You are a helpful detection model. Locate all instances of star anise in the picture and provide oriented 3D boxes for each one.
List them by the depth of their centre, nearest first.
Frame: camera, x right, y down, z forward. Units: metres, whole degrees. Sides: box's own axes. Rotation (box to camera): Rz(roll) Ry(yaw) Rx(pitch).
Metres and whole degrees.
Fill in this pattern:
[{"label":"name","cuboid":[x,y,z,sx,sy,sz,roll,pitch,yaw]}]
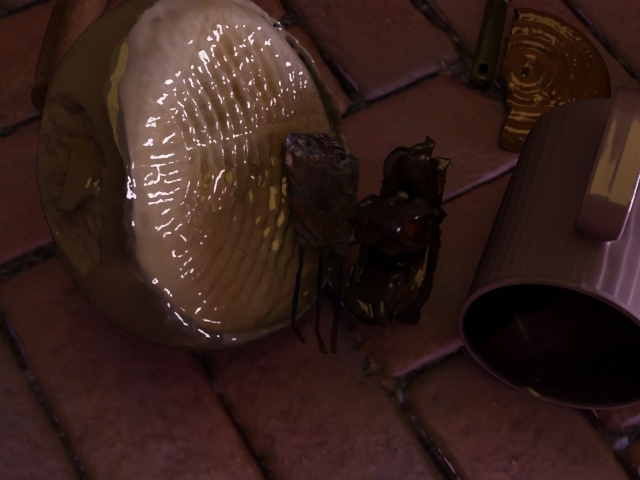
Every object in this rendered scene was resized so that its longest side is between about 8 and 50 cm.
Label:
[{"label":"star anise","cuboid":[0.076,0.000,1.045,0.099,0.220,0.214,17,51,17]}]

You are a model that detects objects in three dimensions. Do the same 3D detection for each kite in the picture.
[{"label":"kite","cuboid":[-0.002,0.000,1.027,0.127,0.016,0.229,19,69,-46]}]

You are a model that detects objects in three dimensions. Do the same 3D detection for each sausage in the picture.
[{"label":"sausage","cuboid":[-0.293,-0.292,1.246,0.066,0.066,0.301,9,60,0]}]

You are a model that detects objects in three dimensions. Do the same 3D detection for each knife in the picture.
[{"label":"knife","cuboid":[0.231,-0.343,1.345,0.061,0.027,0.343,13,61,7]}]

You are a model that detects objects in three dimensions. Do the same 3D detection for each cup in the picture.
[{"label":"cup","cuboid":[0.264,-0.007,1.027,0.208,0.288,0.273,0,50,36]}]

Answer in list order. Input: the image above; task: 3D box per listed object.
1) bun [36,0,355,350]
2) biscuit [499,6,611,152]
[{"label":"bun","cuboid":[-0.141,-0.067,1.027,0.202,0.364,0.364,-2,52,41]},{"label":"biscuit","cuboid":[0.296,-0.200,1.270,0.144,0.033,0.224,13,62,2]}]
